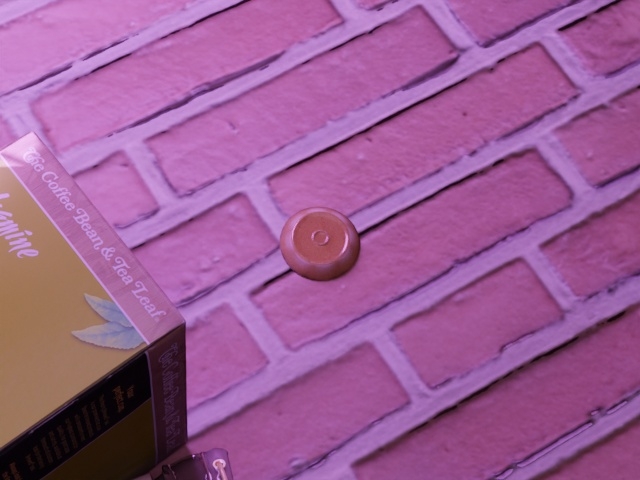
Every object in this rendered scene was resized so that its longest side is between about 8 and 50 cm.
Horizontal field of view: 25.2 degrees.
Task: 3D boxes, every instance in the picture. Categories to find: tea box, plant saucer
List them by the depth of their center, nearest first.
[{"bbox_3d":[-0.298,0.138,1.208,0.323,0.329,0.220,-34,72,-19],"label":"tea box"},{"bbox_3d":[0.000,0.000,1.467,0.083,0.015,0.083,2,66,-4],"label":"plant saucer"}]

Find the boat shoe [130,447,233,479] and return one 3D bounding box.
[{"bbox_3d":[-0.064,0.335,1.260,0.096,0.116,0.324,-24,64,-11],"label":"boat shoe"}]
